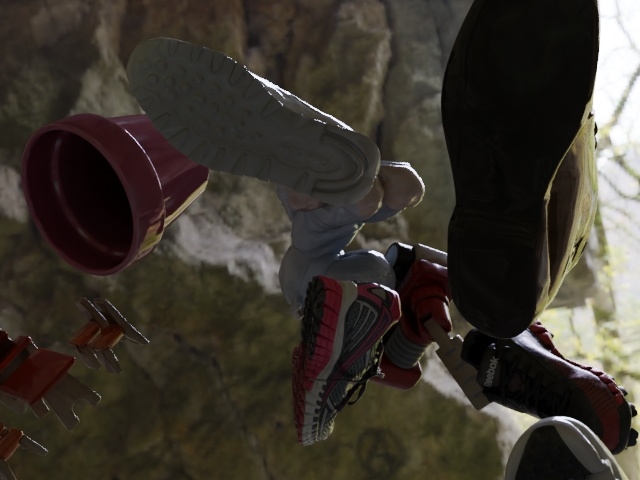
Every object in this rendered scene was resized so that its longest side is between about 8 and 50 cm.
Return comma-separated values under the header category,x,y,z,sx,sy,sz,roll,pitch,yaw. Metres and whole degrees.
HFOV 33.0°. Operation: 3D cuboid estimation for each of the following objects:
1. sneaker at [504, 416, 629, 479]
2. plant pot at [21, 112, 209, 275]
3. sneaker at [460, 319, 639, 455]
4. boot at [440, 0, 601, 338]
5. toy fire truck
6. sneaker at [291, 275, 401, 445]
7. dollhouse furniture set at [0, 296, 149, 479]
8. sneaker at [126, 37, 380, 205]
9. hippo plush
category,x,y,z,sx,sy,sz,roll,pitch,yaw
sneaker,0.240,0.250,0.933,0.110,0.292,0.118,-14,31,27
plant pot,-0.248,-0.078,1.383,0.201,0.201,0.180,-18,10,41
sneaker,0.272,0.181,1.347,0.135,0.097,0.276,1,25,-29
boot,0.165,-0.081,0.822,0.112,0.305,0.115,25,37,34
toy fire truck,0.153,0.160,1.620,0.158,0.246,0.217,19,-56,-19
sneaker,0.025,0.170,1.411,0.112,0.121,0.299,3,-42,-10
dollhouse furniture set,-0.413,0.183,1.509,0.262,0.135,0.259,-49,24,-24
sneaker,-0.063,-0.103,0.929,0.235,0.090,0.095,28,12,-24
hippo plush,0.000,0.000,1.564,0.294,0.236,0.234,6,8,15
